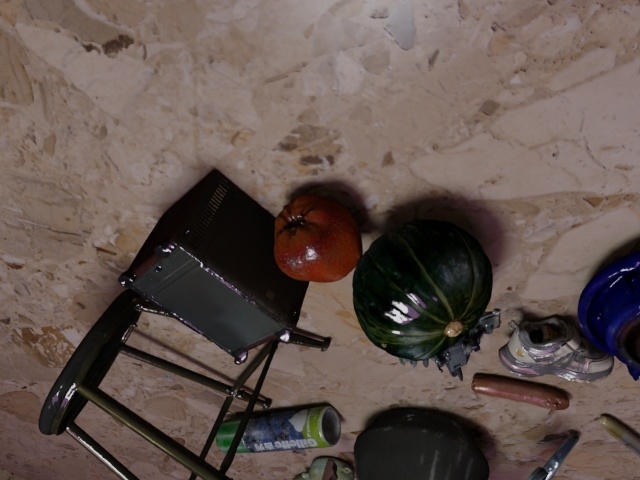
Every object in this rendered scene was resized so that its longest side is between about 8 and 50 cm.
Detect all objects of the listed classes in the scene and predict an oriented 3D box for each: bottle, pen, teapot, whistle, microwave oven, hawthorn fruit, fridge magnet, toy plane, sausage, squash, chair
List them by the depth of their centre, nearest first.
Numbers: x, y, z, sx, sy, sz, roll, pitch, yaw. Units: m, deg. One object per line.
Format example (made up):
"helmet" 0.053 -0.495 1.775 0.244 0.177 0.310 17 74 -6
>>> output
"fridge magnet" 0.511 0.106 0.786 0.266 0.112 0.265 8 136 8
"squash" 0.147 0.072 0.812 0.172 0.218 0.218 39 147 33
"hawthorn fruit" 0.000 0.000 0.835 0.133 0.132 0.138 -18 142 31
"microwave oven" -0.161 0.050 0.893 0.247 0.178 0.188 41 129 -23
"toy plane" 0.237 0.201 0.988 0.192 0.088 0.262 -24 132 1
"sausage" 0.387 0.294 1.067 0.186 0.043 0.043 11 136 7
"chair" -0.275 0.315 1.082 0.410 0.364 0.362 30 135 -6
"pen" 0.642 0.411 1.112 0.233 0.032 0.040 37 110 -19
"teapot" 0.166 0.583 1.191 0.376 0.361 0.305 -4 133 22
"bottle" -0.110 0.470 1.357 0.330 0.093 0.093 -17 127 31
"whistle" 0.001 0.665 1.540 0.126 0.067 0.258 36 136 -17

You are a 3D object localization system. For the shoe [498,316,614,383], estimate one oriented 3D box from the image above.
"shoe" 0.392 0.172 0.918 0.180 0.089 0.092 2 122 12

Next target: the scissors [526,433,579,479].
"scissors" 0.398 0.573 1.144 0.029 0.256 0.383 39 118 33
